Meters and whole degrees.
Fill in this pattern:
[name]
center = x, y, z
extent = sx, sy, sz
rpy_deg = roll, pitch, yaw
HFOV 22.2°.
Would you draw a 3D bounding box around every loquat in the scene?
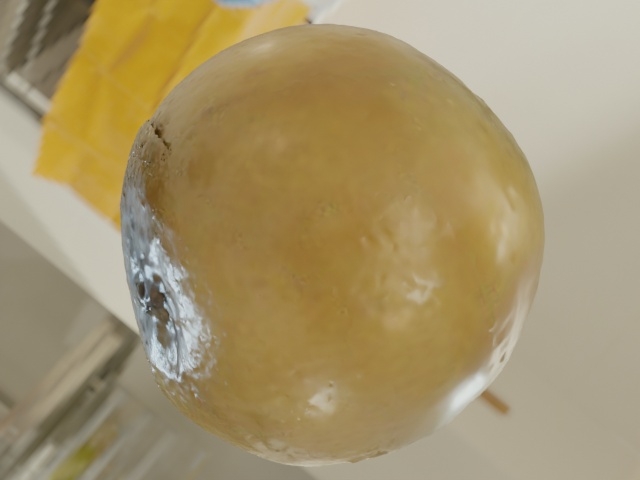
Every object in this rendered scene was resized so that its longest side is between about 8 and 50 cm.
[loquat]
center = 0.000, 0.000, 0.956
extent = 0.263, 0.263, 0.263
rpy_deg = -50, 174, -8
